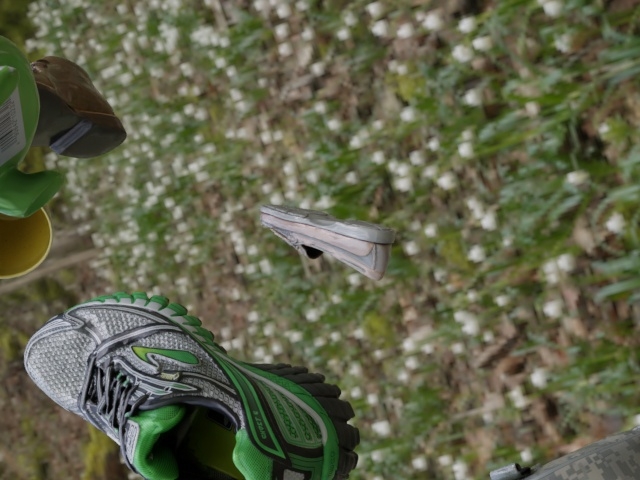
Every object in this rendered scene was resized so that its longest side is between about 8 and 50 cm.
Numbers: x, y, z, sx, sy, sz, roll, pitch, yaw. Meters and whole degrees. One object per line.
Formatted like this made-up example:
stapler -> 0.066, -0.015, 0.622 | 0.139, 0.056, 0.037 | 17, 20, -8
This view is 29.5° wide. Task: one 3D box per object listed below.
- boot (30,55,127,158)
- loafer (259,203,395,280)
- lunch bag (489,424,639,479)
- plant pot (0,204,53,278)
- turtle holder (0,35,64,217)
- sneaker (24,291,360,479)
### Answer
boot -> -0.378, -0.191, 1.600 | 0.115, 0.112, 0.305 | 65, -162, 15
loafer -> 0.000, 0.000, 0.897 | 0.045, 0.125, 0.039 | -1, -79, -48
lunch bag -> 0.296, 0.326, 1.110 | 0.256, 0.212, 0.305 | 0, -123, -49
plant pot -> -0.396, -0.033, 1.514 | 0.095, 0.134, 0.134 | -98, -15, -60
turtle holder -> -0.371, -0.058, 0.897 | 0.227, 0.320, 0.243 | 39, -179, 15
sneaker -> -0.141, 0.137, 1.072 | 0.146, 0.343, 0.134 | -12, -68, -54
